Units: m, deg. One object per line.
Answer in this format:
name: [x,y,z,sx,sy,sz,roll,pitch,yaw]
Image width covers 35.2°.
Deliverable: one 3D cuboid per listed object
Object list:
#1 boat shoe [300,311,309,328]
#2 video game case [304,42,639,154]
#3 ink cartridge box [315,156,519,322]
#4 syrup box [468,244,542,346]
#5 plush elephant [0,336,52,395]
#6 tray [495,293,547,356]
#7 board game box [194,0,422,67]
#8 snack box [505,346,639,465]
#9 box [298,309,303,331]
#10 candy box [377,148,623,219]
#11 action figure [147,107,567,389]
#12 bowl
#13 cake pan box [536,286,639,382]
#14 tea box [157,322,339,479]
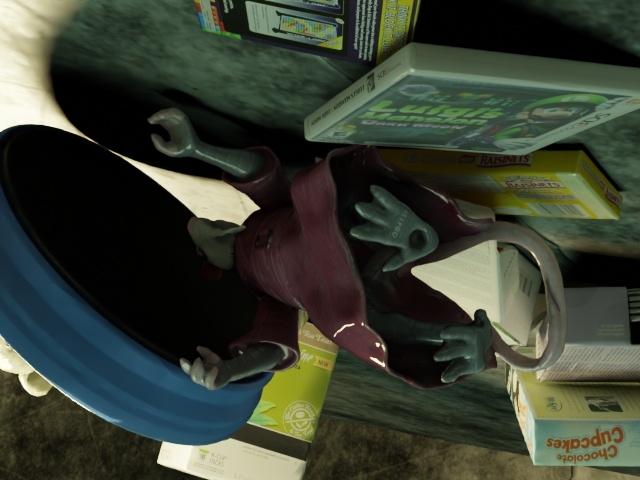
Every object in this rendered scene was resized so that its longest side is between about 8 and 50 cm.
boat shoe: [-0.101,0.077,1.541,0.223,0.080,0.073,12,-156,32]
video game case: [0.107,-0.091,0.697,0.190,0.022,0.173,2,171,-22]
ink cartridge box: [0.101,-0.012,0.995,0.181,0.056,0.225,17,152,21]
syrup box: [0.128,0.057,1.190,0.237,0.096,0.093,4,160,37]
plush elephant: [-0.432,0.103,1.575,0.330,0.255,0.272,4,157,42]
tray: [0.154,0.102,1.284,0.270,0.030,0.145,3,-156,37]
board game box: [-0.007,-0.166,0.585,0.141,0.048,0.170,12,166,3]
snack box: [0.340,0.199,1.264,0.187,0.060,0.322,-1,-172,5]
box: [-0.091,0.077,1.423,0.137,0.126,0.072,3,163,39]
candy box: [0.151,-0.051,0.896,0.206,0.027,0.105,5,161,37]
action figure: [0.000,0.000,0.919,0.276,0.248,0.370,-4,-175,-30]
bowl: [-0.198,0.032,1.027,0.391,0.077,0.391,41,-164,-14]
cake pan box: [0.370,0.109,1.110,0.246,0.070,0.267,-3,164,7]
tea box: [-0.144,0.308,1.943,0.220,0.323,0.329,19,166,-14]
